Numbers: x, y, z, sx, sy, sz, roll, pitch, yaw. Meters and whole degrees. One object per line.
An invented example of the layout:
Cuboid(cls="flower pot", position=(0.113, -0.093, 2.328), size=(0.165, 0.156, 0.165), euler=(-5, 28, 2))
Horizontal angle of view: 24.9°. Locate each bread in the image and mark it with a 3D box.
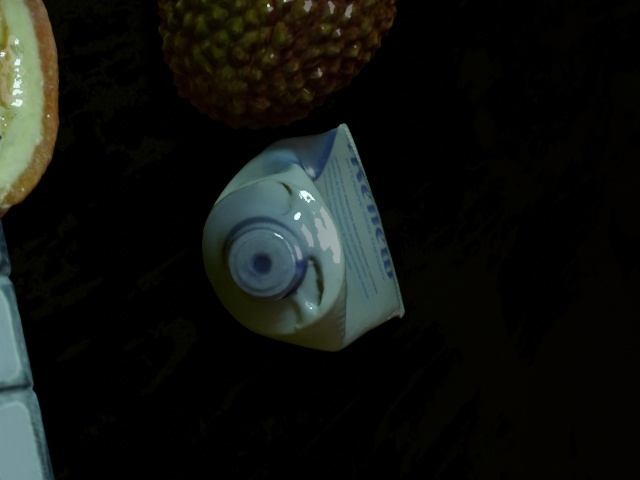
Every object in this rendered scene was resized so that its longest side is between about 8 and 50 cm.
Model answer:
Cuboid(cls="bread", position=(-0.283, -0.116, 1.031), size=(0.190, 0.123, 0.244), euler=(2, 75, -61))

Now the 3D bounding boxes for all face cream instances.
Cuboid(cls="face cream", position=(0.000, 0.000, 1.497), size=(0.420, 0.137, 0.235), euler=(-21, 93, -72))

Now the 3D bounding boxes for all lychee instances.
Cuboid(cls="lychee", position=(-0.047, -0.237, 1.400), size=(0.236, 0.236, 0.271), euler=(47, 64, -39))

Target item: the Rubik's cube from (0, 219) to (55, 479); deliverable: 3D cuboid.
Cuboid(cls="Rubik's cube", position=(-0.336, 0.033, 0.657), size=(0.287, 0.292, 0.293), euler=(-5, 79, -50))
